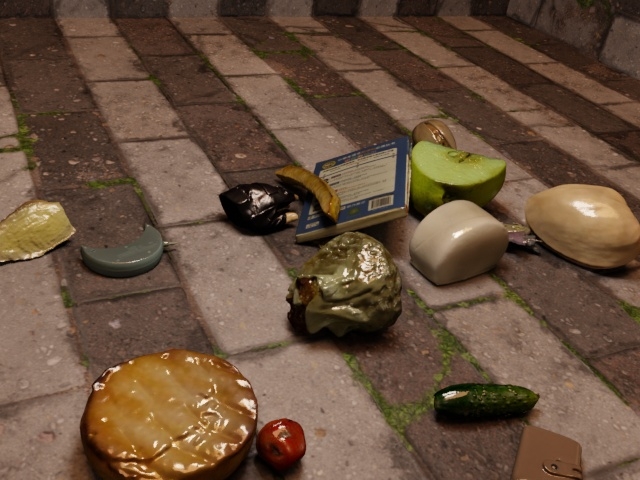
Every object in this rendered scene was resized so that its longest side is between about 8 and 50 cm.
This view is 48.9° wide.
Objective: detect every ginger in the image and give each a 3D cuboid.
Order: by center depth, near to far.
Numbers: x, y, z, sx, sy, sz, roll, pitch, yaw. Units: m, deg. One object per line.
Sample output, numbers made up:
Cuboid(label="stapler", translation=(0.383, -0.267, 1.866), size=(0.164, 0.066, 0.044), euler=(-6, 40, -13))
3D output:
Cuboid(label="ginger", translation=(-0.691, -0.025, 1.630), size=(0.122, 0.115, 0.193), euler=(9, 33, 44))

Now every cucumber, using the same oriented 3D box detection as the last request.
Cuboid(label="cucumber", translation=(0.324, 0.308, 1.357), size=(0.227, 0.069, 0.069), euler=(2, 33, -14))

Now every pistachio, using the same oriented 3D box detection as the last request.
Cuboid(label="pistachio", translation=(0.704, -0.040, 1.886), size=(0.318, 0.214, 0.193), euler=(16, -12, 29))
Cuboid(label="pistachio", translation=(0.376, -0.331, 2.327), size=(0.124, 0.124, 0.185), euler=(-13, 54, -29))

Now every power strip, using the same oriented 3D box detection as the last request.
Cuboid(label="power strip", translation=(-0.436, 0.024, 1.641), size=(0.216, 0.044, 0.137), euler=(-22, 44, -38))

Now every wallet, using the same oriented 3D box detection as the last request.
Cuboid(label="wallet", translation=(0.407, 0.401, 1.257), size=(0.118, 0.039, 0.153), euler=(16, 32, 15))

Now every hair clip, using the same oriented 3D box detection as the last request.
Cuboid(label="hair clip", translation=(0.511, -0.015, 1.913), size=(0.187, 0.056, 0.146), euler=(18, 27, 20))

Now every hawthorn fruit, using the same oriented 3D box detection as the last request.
Cuboid(label="hawthorn fruit", translation=(-0.065, 0.350, 1.196), size=(0.093, 0.093, 0.093), euler=(6, 33, -4))

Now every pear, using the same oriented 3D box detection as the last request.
Cuboid(label="pear", translation=(0.363, -0.147, 1.991), size=(0.292, 0.159, 0.292), euler=(3, 32, -2))

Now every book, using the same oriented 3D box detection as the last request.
Cuboid(label="book", translation=(0.099, -0.148, 1.917), size=(0.300, 0.039, 0.428), euler=(-15, 29, 18))

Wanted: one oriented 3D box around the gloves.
Cuboid(label="gloves", translation=(-0.143, -0.097, 1.845), size=(0.203, 0.124, 0.164), euler=(-29, 66, -33))

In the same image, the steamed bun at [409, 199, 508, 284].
Cuboid(label="steamed bun", translation=(0.349, -0.003, 1.754), size=(0.241, 0.164, 0.146), euler=(-13, 39, -32))

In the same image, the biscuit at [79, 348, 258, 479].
Cuboid(label="biscuit", translation=(-0.252, 0.308, 1.191), size=(0.296, 0.102, 0.296), euler=(3, 34, -2))

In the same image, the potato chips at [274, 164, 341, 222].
Cuboid(label="potato chips", translation=(-0.018, -0.137, 1.884), size=(0.080, 0.057, 0.407), euler=(-41, 30, -4))

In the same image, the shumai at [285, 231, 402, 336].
Cuboid(label="shumai", translation=(0.034, 0.099, 1.503), size=(0.218, 0.189, 0.256), euler=(-18, 35, -37))

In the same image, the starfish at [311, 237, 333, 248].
Cuboid(label="starfish", translation=(0.000, 0.000, 1.806), size=(0.092, 0.016, 0.086), euler=(2, 37, 6))
